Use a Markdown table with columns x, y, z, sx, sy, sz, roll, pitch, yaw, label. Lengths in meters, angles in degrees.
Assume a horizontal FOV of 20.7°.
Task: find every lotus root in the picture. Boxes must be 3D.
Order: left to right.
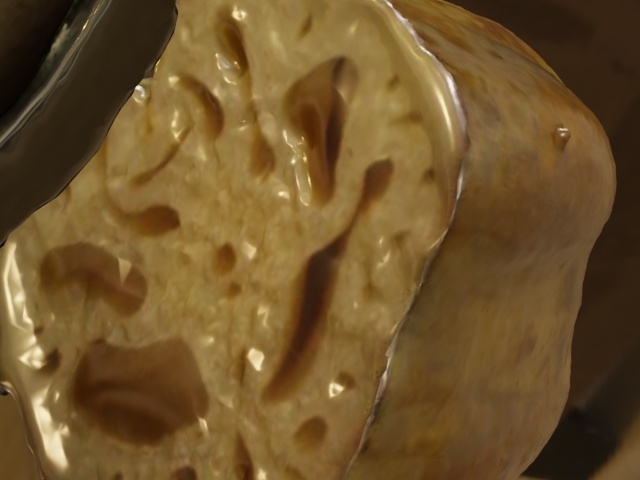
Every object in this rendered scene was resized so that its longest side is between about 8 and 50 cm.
| x | y | z | sx | sy | sz | roll | pitch | yaw | label |
| --- | --- | --- | --- | --- | --- | --- | --- | --- | --- |
| 0.000 | 0.000 | 0.899 | 0.316 | 0.250 | 0.316 | -1 | 89 | 39 | lotus root |

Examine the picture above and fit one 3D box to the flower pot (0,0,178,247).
| x | y | z | sx | sy | sz | roll | pitch | yaw | label |
| --- | --- | --- | --- | --- | --- | --- | --- | --- | --- |
| -0.192 | -0.133 | 0.392 | 0.267 | 0.267 | 0.266 | 44 | 120 | 41 | flower pot |
